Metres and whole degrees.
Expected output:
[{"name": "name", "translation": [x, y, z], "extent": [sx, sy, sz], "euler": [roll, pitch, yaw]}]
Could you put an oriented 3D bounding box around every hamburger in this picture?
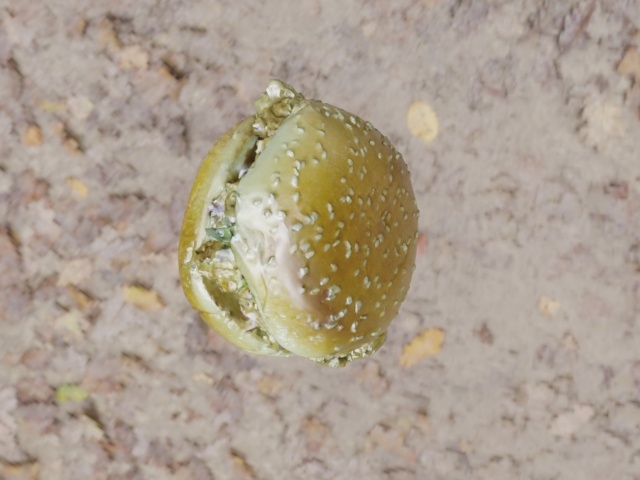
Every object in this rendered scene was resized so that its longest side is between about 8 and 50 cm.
[{"name": "hamburger", "translation": [0.000, 0.000, 0.950], "extent": [0.122, 0.189, 0.215], "euler": [6, 145, 41]}]
